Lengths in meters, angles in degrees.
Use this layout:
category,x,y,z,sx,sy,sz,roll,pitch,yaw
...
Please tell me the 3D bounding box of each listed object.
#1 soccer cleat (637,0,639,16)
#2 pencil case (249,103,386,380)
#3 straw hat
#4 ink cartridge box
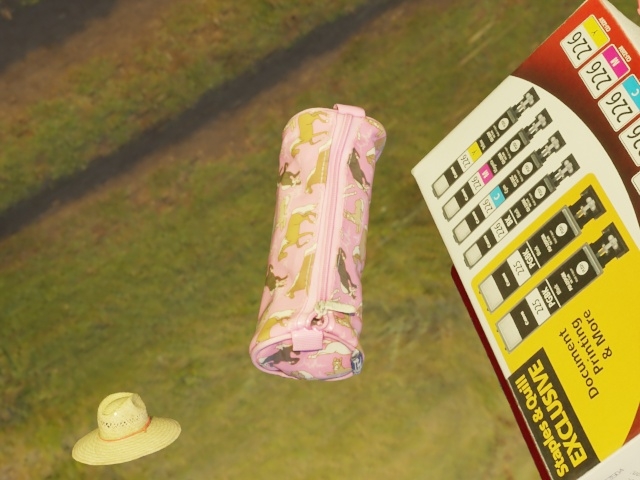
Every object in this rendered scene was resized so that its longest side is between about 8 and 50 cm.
category,x,y,z,sx,sy,sz,roll,pitch,yaw
soccer cleat,0.436,-0.342,1.419,0.083,0.248,0.095,-8,155,45
pencil case,0.000,0.000,1.642,0.167,0.386,0.160,-15,144,33
straw hat,-0.253,0.228,1.522,0.145,0.061,0.144,-8,-165,2
ink cartridge box,0.196,0.031,0.857,0.130,0.309,0.272,23,123,-38
